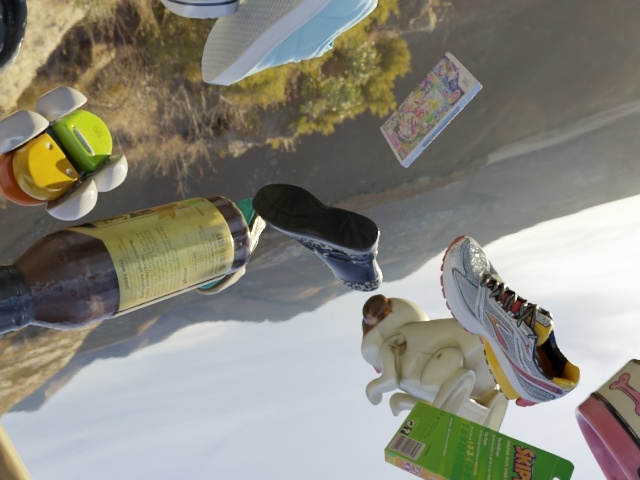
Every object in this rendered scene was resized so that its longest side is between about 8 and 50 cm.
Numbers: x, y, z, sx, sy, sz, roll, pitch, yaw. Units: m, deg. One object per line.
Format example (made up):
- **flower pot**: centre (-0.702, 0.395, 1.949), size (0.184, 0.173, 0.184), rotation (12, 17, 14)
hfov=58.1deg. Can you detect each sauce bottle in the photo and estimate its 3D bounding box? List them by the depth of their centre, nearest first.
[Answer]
- **sauce bottle**: centre (-0.236, 0.030, 0.635), size (0.111, 0.111, 0.344), rotation (-17, -179, 45)

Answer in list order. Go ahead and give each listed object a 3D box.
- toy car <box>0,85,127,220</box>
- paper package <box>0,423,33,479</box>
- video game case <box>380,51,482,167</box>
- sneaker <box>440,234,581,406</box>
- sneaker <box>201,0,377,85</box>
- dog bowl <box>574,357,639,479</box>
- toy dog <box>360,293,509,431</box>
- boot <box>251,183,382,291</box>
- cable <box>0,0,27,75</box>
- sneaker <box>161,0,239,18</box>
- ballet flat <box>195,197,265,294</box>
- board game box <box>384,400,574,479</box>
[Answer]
- **toy car**: centre (-0.387, -0.119, 0.834), size (0.136, 0.159, 0.182), rotation (-12, -149, 31)
- **paper package**: centre (-0.401, 0.323, 0.503), size (0.309, 0.325, 0.168), rotation (-28, 162, -40)
- **video game case**: centre (0.125, -0.154, 0.673), size (0.011, 0.087, 0.122), rotation (27, 118, -32)
- **sneaker**: centre (0.228, 0.088, 0.685), size (0.088, 0.225, 0.093), rotation (-35, -179, -38)
- **sneaker**: centre (-0.060, -0.331, 0.952), size (0.150, 0.135, 0.366), rotation (17, 162, -39)
- **dog bowl**: centre (0.627, 0.433, 1.059), size (0.150, 0.408, 0.408), rotation (-29, 177, 7)
- **toy dog**: centre (0.262, 0.281, 1.485), size (0.284, 0.395, 0.408), rotation (22, 180, -40)
- **boot**: centre (0.000, 0.002, 0.998), size (0.236, 0.085, 0.178), rotation (22, 157, 24)
- **cable**: centre (-0.184, -0.230, 0.289), size (0.072, 0.287, 0.139), rotation (-5, 164, 34)
- **sneaker**: centre (-0.208, -0.463, 0.927), size (0.126, 0.321, 0.127), rotation (-9, 132, -16)
- **ballet flat**: centre (-0.149, 0.022, 1.036), size (0.080, 0.073, 0.232), rotation (3, -133, 22)
- **board game box**: centre (0.241, 0.341, 0.888), size (0.259, 0.039, 0.124), rotation (12, -146, 34)
